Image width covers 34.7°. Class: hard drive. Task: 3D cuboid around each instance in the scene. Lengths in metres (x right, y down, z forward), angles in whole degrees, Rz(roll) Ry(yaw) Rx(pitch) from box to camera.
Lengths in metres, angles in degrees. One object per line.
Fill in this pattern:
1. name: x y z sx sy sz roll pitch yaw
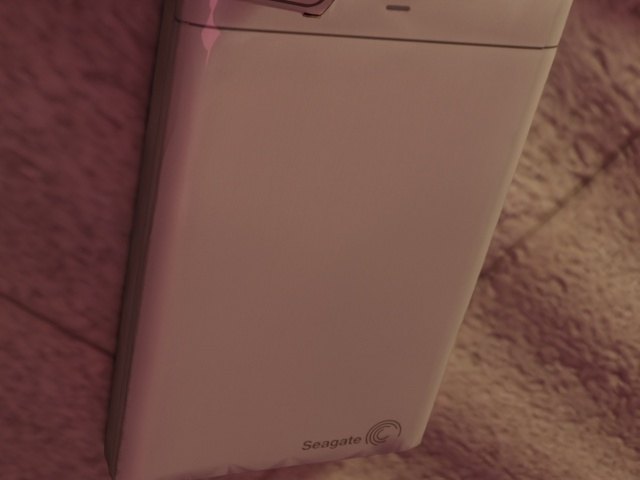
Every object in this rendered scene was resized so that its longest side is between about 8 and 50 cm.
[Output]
1. hard drive: 0.000 0.000 0.638 0.233 0.047 0.353 -2 124 -25

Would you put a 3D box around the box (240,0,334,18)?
1. box: -0.009 -0.210 0.364 0.169 0.087 0.290 4 153 -29
